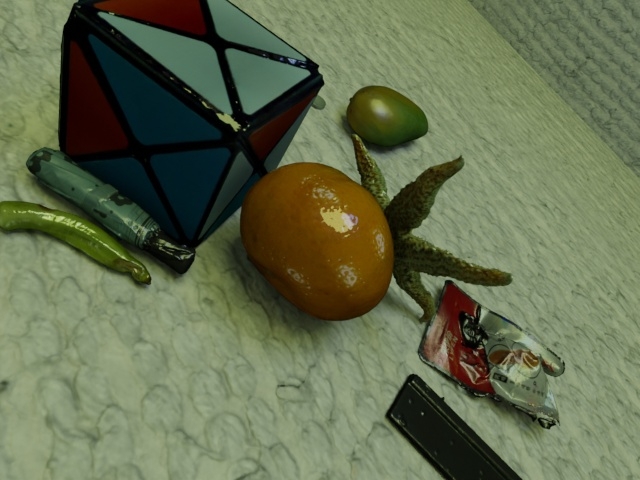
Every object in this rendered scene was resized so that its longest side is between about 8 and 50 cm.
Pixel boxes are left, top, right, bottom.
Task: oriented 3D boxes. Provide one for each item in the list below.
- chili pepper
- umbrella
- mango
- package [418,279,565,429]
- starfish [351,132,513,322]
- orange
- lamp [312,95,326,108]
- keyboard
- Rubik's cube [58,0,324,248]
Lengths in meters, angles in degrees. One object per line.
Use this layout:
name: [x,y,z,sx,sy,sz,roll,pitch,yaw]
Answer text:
chili pepper: [-0.306,-0.006,0.545,0.208,0.043,0.049,23,22,-15]
umbrella: [-0.279,-0.036,0.579,0.250,0.053,0.052,37,44,-4]
mango: [0.171,-0.301,1.044,0.251,0.114,0.156,-15,58,-39]
package: [0.312,0.204,0.769,0.269,0.071,0.194,27,41,7]
starfish: [0.117,-0.028,0.659,0.078,0.358,0.347,-23,64,-14]
orange: [0.000,0.000,0.603,0.240,0.240,0.171,42,69,4]
lamp: [-0.057,-0.329,0.966,0.198,0.056,0.050,-12,60,-43]
keyboard: [0.231,0.335,0.636,0.310,0.018,0.101,44,46,5]
Rubik's cube: [-0.183,-0.183,0.621,0.248,0.246,0.250,38,44,-2]
